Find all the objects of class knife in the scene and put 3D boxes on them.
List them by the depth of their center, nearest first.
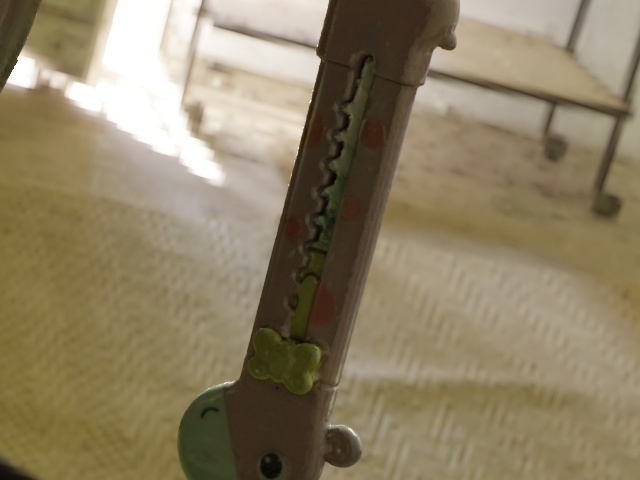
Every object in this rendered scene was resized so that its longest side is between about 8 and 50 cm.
[{"bbox_3d":[0.000,0.000,1.263,0.132,0.399,0.038,19,10,19],"label":"knife"}]

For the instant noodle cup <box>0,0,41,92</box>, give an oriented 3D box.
[{"bbox_3d":[-0.293,-0.148,1.167,0.192,0.250,0.250,29,19,2],"label":"instant noodle cup"}]
